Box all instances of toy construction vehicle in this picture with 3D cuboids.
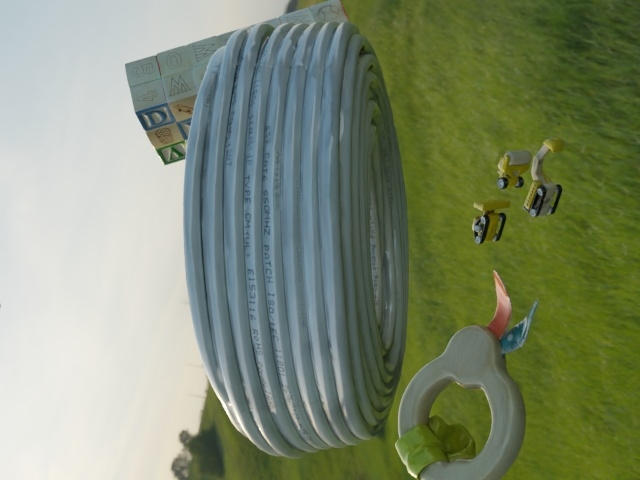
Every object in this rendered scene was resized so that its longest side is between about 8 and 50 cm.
[{"bbox_3d":[0.187,-0.050,0.664,0.035,0.086,0.098,-124,31,-48],"label":"toy construction vehicle"}]

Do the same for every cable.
[{"bbox_3d":[0.000,0.000,0.421,0.257,0.089,0.257,-77,-19,-52],"label":"cable"}]

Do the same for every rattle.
[{"bbox_3d":[0.169,0.145,0.651,0.130,0.143,0.199,4,70,64],"label":"rattle"}]

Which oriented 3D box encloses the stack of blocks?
[{"bbox_3d":[-0.094,-0.201,0.956,0.171,0.297,0.087,78,174,-63],"label":"stack of blocks"}]
